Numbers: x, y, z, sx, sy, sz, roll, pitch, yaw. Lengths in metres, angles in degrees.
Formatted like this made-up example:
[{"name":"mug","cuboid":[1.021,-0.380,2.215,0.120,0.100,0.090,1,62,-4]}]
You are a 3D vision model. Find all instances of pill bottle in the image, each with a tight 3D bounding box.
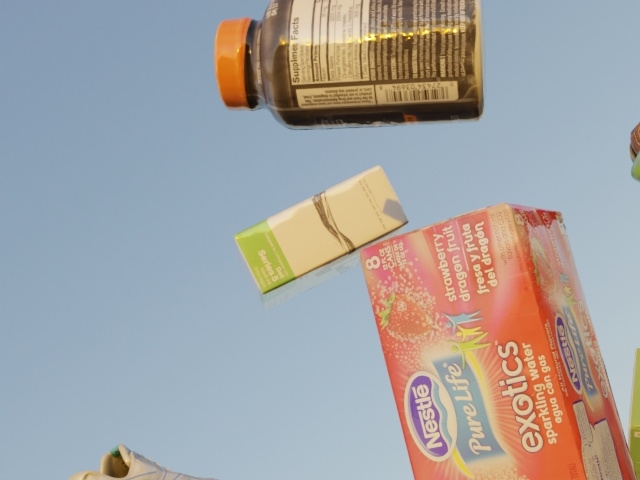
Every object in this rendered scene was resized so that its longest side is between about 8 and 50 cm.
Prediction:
[{"name":"pill bottle","cuboid":[0.028,-0.169,0.972,0.246,0.130,0.130,-1,-28,11]}]

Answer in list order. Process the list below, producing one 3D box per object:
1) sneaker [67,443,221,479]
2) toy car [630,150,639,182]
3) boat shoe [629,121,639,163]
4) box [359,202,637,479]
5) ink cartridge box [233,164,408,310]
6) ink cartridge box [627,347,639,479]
[{"name":"sneaker","cuboid":[-0.137,0.202,0.851,0.071,0.083,0.191,-31,-15,15]},{"name":"toy car","cuboid":[0.354,-0.098,0.776,0.149,0.155,0.188,-54,-7,-45]},{"name":"boat shoe","cuboid":[0.514,-0.188,1.269,0.307,0.110,0.104,-26,-42,5]},{"name":"box","cuboid":[0.133,0.111,0.746,0.123,0.257,0.128,-18,-10,27]},{"name":"ink cartridge box","cuboid":[0.000,0.000,1.778,0.273,0.115,0.198,-26,-10,-7]},{"name":"ink cartridge box","cuboid":[0.352,0.185,1.082,0.109,0.062,0.209,-67,-27,-44]}]
